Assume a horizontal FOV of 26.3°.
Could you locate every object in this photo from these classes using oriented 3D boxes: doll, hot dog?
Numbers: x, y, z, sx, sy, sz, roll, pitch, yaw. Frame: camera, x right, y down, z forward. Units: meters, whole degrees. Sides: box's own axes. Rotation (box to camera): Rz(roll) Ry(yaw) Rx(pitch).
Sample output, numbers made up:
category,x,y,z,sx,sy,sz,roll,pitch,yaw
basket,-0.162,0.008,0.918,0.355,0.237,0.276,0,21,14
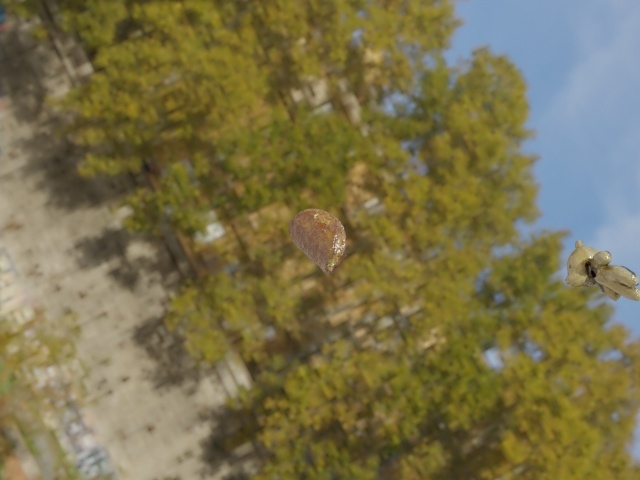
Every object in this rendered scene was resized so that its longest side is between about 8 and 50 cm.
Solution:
category,x,y,z,sx,sy,sz,roll,pitch,yaw
doll,0.300,0.032,1.442,0.093,0.051,0.061,7,-49,40
hot dog,0.000,0.000,1.503,0.083,0.035,0.058,44,-53,39
